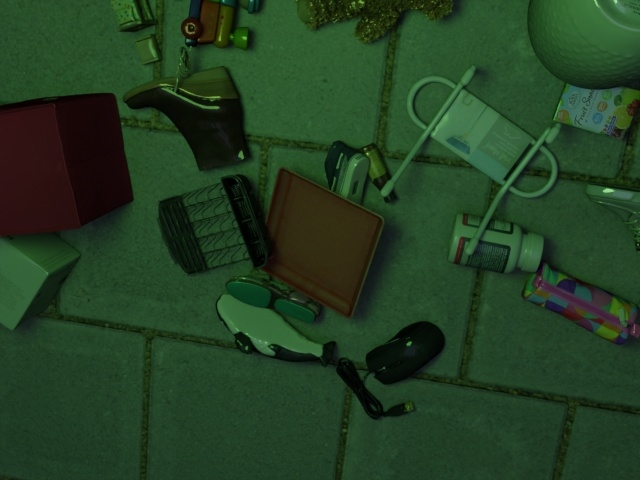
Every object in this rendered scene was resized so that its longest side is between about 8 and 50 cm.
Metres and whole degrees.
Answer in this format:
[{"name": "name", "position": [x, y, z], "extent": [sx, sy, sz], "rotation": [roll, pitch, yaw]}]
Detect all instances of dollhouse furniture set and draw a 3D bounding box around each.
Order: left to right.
[{"name": "dollhouse furniture set", "position": [-0.337, -0.471, 1.506], "extent": [0.160, 0.101, 0.182], "rotation": [-14, 103, 14]}]

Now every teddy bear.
[{"name": "teddy bear", "position": [0.098, -0.508, 1.427], "extent": [0.337, 0.113, 0.245], "rotation": [-16, 95, 22]}]

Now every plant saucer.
[{"name": "plant saucer", "position": [0.000, 0.000, 1.558], "extent": [0.258, 0.047, 0.259], "rotation": [28, 123, 19]}]

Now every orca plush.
[{"name": "orca plush", "position": [-0.107, 0.212, 1.685], "extent": [0.287, 0.102, 0.151], "rotation": [13, 63, -4]}]

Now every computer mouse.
[{"name": "computer mouse", "position": [0.178, 0.307, 1.653], "extent": [0.262, 0.060, 0.184], "rotation": [-29, 98, 17]}]

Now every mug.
[{"name": "mug", "position": [0.465, -0.431, 1.236], "extent": [0.374, 0.328, 0.276], "rotation": [32, 101, 4]}]

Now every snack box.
[{"name": "snack box", "position": [0.540, -0.264, 1.438], "extent": [0.141, 0.037, 0.100], "rotation": [18, 106, 6]}]

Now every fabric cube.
[{"name": "fabric cube", "position": [-0.584, -0.167, 1.556], "extent": [0.253, 0.258, 0.259], "rotation": [-4, 105, 12]}]

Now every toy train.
[{"name": "toy train", "position": [-0.209, -0.412, 1.493], "extent": [0.143, 0.105, 0.248], "rotation": [9, 98, -6]}]

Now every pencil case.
[{"name": "pencil case", "position": [0.539, 0.128, 1.518], "extent": [0.236, 0.104, 0.105], "rotation": [24, 108, 4]}]

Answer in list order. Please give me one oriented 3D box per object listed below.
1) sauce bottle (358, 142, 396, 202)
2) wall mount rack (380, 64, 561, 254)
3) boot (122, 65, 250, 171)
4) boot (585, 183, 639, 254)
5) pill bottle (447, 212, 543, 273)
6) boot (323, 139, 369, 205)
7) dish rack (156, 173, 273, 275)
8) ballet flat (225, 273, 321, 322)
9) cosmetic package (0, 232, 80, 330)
[{"name": "sauce bottle", "position": [0.121, -0.140, 1.547], "extent": [0.042, 0.042, 0.128], "rotation": [-23, 99, 15]}, {"name": "wall mount rack", "position": [0.294, -0.162, 1.454], "extent": [0.350, 0.130, 0.304], "rotation": [35, 102, 1]}, {"name": "boot", "position": [-0.286, -0.246, 1.565], "extent": [0.248, 0.090, 0.207], "rotation": [-10, 101, 9]}, {"name": "boot", "position": [0.642, -0.031, 1.453], "extent": [0.258, 0.095, 0.124], "rotation": [14, 101, 5]}, {"name": "pill bottle", "position": [0.359, 0.011, 1.512], "extent": [0.180, 0.108, 0.108], "rotation": [12, 107, 7]}, {"name": "boot", "position": [0.043, -0.116, 1.565], "extent": [0.086, 0.069, 0.190], "rotation": [40, 127, 32]}, {"name": "dish rack", "position": [-0.244, -0.024, 1.612], "extent": [0.271, 0.074, 0.208], "rotation": [-14, 101, 26]}, {"name": "ballet flat", "position": [-0.102, 0.117, 1.641], "extent": [0.221, 0.079, 0.077], "rotation": [19, 132, -5]}, {"name": "cosmetic package", "position": [-0.690, 0.075, 1.698], "extent": [0.151, 0.151, 0.184], "rotation": [38, 110, -2]}]
